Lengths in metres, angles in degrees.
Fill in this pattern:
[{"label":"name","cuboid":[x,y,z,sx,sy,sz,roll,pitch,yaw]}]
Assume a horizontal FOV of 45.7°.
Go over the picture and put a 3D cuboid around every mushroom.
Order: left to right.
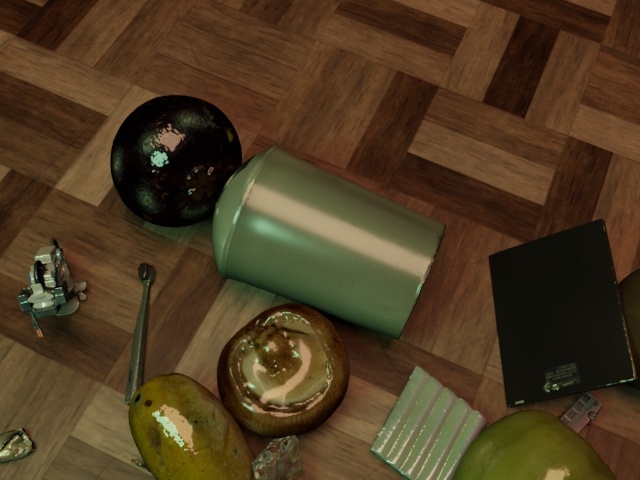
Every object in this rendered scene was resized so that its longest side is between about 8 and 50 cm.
[{"label":"mushroom","cuboid":[-0.067,0.242,1.411,0.253,0.153,0.253,1,69,-2]}]

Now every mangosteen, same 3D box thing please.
[{"label":"mangosteen","cuboid":[-0.302,-0.170,1.573,0.287,0.288,0.288,2,61,-3]}]

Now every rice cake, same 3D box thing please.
[{"label":"rice cake","cuboid":[0.205,0.362,1.431,0.189,0.037,0.198,36,64,16]}]

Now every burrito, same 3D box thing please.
[{"label":"burrito","cuboid":[-0.605,0.383,1.362,0.171,0.042,0.051,-17,60,-10]}]

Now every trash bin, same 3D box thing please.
[{"label":"trash bin","cuboid":[0.000,0.000,1.490,0.431,0.280,0.280,22,61,5]}]

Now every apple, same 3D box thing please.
[{"label":"apple","cuboid":[0.370,0.435,1.298,0.279,0.279,0.279,2,61,-3]}]

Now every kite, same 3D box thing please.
[{"label":"kite","cuboid":[-0.059,0.454,1.300,0.127,0.016,0.230,-9,86,-50]}]

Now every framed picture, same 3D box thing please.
[{"label":"framed picture","cuboid":[0.464,0.141,1.495,0.255,0.014,0.339,-22,53,33]}]

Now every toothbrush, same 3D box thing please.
[{"label":"toothbrush","cuboid":[-0.358,0.179,1.501,0.030,0.030,0.297,-11,60,19]}]

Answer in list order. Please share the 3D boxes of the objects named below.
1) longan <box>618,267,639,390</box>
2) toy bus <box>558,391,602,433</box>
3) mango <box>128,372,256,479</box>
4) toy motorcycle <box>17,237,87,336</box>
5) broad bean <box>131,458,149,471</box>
[{"label":"longan","cuboid":[0.669,0.166,1.464,0.257,0.258,0.258,2,61,-3]},{"label":"toy bus","cuboid":[0.487,0.348,1.459,0.130,0.037,0.052,-37,67,-22]},{"label":"mango","cuboid":[-0.200,0.375,1.302,0.176,0.175,0.330,-28,85,-44]},{"label":"toy motorcycle","cuboid":[-0.514,0.088,1.460,0.102,0.221,0.150,-9,106,-6]},{"label":"broad bean","cuboid":[-0.229,0.503,1.305,0.075,0.067,0.325,-40,58,16]}]
